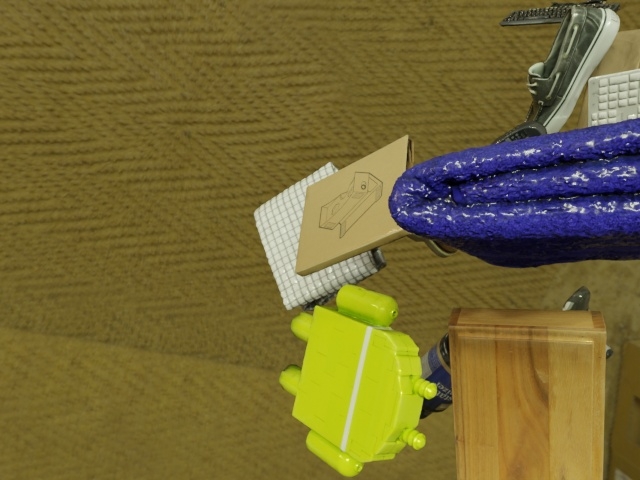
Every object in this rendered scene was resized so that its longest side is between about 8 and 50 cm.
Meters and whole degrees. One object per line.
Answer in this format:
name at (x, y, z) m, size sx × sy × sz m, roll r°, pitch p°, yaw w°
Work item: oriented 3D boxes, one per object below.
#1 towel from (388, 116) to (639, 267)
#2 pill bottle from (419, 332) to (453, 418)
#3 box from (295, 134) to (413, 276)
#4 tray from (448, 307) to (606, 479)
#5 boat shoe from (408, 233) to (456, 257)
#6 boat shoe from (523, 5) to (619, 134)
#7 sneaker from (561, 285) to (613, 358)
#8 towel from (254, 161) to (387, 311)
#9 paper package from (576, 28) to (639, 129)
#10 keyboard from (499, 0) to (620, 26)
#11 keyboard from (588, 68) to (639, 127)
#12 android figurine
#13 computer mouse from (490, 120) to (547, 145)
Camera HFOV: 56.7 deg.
towel at (0.204, -0.015, 0.482) m, size 0.227 × 0.308 × 0.076 m, roll -9°, pitch 81°, yaw 24°
pill bottle at (0.271, 0.314, 1.353) m, size 0.122 × 0.123 × 0.219 m, roll 20°, pitch 130°, yaw -16°
box at (0.048, -0.048, 0.857) m, size 0.021 × 0.201 × 0.165 m, roll 33°, pitch 49°, yaw -35°
tray at (0.304, 0.305, 0.874) m, size 0.202 × 0.076 × 0.411 m, roll -1°, pitch 106°, yaw 20°
boat shoe at (0.226, -0.043, 1.056) m, size 0.104 × 0.307 × 0.111 m, roll -29°, pitch 72°, yaw 25°
boat shoe at (0.512, -0.359, 1.306) m, size 0.119 × 0.121 × 0.335 m, roll 15°, pitch 130°, yaw -3°
sneaker at (0.635, 0.212, 1.395) m, size 0.086 × 0.132 × 0.229 m, roll -34°, pitch 142°, yaw -19°
towel at (0.000, 0.000, 1.347) m, size 0.234 × 0.121 × 0.284 m, roll -29°, pitch 65°, yaw 12°
paper package at (0.752, -0.300, 1.336) m, size 0.324 × 0.168 × 0.310 m, roll -3°, pitch 109°, yaw -32°
keyboard at (0.714, -0.677, 1.748) m, size 0.201 × 0.317 × 0.033 m, roll -37°, pitch 127°, yaw -36°
keyboard at (0.390, -0.108, 0.777) m, size 0.072 × 0.014 × 0.256 m, roll -2°, pitch 135°, yaw 22°
android figurine at (0.044, 0.189, 0.803) m, size 0.056 × 0.272 × 0.249 m, roll 11°, pitch 90°, yaw -39°
computer mouse at (0.349, -0.166, 1.208) m, size 0.242 × 0.041 × 0.071 m, roll -31°, pitch 109°, yaw 35°
